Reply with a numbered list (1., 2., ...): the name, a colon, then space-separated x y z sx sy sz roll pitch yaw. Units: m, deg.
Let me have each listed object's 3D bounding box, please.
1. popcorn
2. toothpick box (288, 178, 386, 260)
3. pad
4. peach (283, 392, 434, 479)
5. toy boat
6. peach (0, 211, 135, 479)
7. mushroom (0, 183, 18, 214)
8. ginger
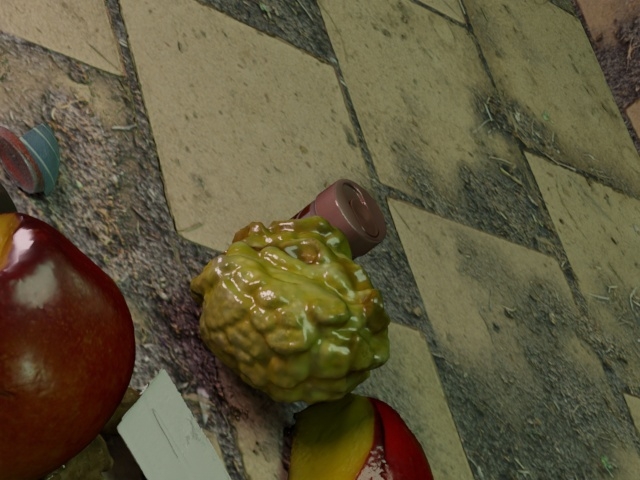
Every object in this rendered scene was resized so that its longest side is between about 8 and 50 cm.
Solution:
1. popcorn: -0.046 0.075 2.138 0.225 0.174 0.286 10 30 -23
2. toothpick box: 0.000 0.000 2.332 0.098 0.149 0.098 36 33 -28
3. pad: -0.138 0.261 1.940 0.232 0.004 0.156 60 24 -12
4. peach: 0.050 0.301 2.075 0.159 0.154 0.267 43 30 -21
5. toy boat: -0.325 -0.104 2.088 0.096 0.034 0.122 56 27 -7
6. peach: -0.288 0.099 1.661 0.245 0.274 0.249 10 55 -31
7. mushroom: -0.373 -0.012 1.851 0.141 0.117 0.188 53 22 -26
8. ginger: -0.244 0.203 1.853 0.214 0.059 0.133 1 50 -57
